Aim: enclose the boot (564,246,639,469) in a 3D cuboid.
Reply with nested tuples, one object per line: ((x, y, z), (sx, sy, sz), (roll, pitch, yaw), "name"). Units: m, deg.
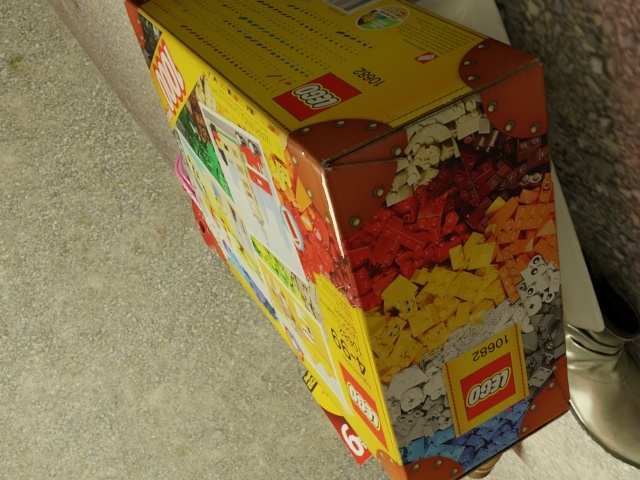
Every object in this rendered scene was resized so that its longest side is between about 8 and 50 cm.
((0.296, 0.122, 0.879), (0.246, 0.083, 0.161), (50, 163, 22), "boot")

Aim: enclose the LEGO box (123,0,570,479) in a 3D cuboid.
((0.011, -0.054, 0.872), (0.500, 0.193, 0.372), (45, 156, 51), "LEGO box")

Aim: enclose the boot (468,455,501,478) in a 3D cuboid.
((0.235, 0.276, 1.558), (0.305, 0.112, 0.115), (52, 138, 31), "boot")

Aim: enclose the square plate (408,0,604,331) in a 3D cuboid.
((0.130, -0.080, 0.901), (0.347, 0.049, 0.344), (67, 166, -14), "square plate")

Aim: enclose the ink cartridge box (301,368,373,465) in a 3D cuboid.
((0.090, 0.203, 1.493), (0.272, 0.130, 0.309), (54, 145, 20), "ink cartridge box")

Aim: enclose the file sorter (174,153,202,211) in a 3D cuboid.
((-0.162, -0.133, 1.652), (0.202, 0.182, 0.290), (55, 168, -7), "file sorter")

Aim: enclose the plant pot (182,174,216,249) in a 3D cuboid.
((-0.200, -0.097, 1.902), (0.174, 0.191, 0.191), (65, 166, -12), "plant pot")
